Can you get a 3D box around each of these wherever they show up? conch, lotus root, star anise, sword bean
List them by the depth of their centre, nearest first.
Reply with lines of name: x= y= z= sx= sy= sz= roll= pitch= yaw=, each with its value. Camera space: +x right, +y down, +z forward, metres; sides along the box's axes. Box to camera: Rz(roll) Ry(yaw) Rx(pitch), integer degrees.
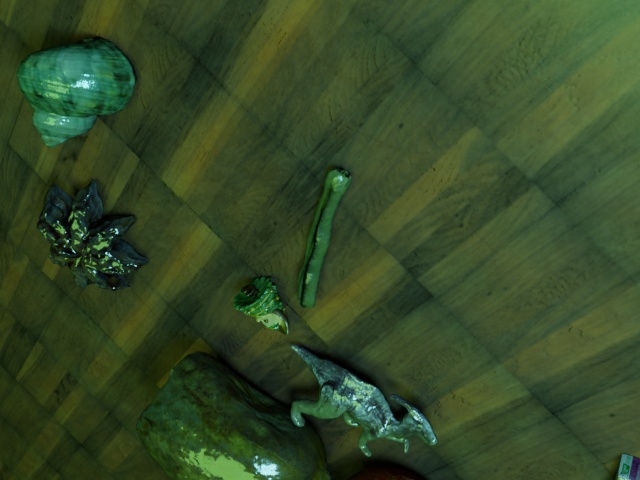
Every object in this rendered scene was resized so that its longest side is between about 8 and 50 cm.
sword bean: x=0.000 y=-0.001 z=1.126 sx=0.043 sy=0.038 sz=0.269 roll=32 pitch=132 yaw=20
conch: x=-0.402 y=-0.240 z=1.181 sx=0.175 sy=0.122 sz=0.188 roll=25 pitch=140 yaw=-15
lotus root: x=-0.148 y=0.383 z=1.346 sx=0.346 sy=0.250 sz=0.250 roll=31 pitch=132 yaw=14
star anise: x=-0.454 y=0.005 z=1.395 sx=0.236 sy=0.109 sz=0.223 roll=43 pitch=138 yaw=-1

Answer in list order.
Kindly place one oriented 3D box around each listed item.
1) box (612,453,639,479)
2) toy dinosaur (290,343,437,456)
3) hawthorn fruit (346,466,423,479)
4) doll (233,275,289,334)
box: x=0.443 y=0.408 z=1.093 sx=0.041 sy=0.050 sz=0.207 roll=16 pitch=128 yaw=23
toy dinosaur: x=0.064 y=0.284 z=1.250 sx=0.294 sy=0.077 sz=0.162 roll=18 pitch=128 yaw=18
hawthorn fruit: x=0.105 y=0.502 z=1.295 sx=0.253 sy=0.205 sz=0.205 roll=-7 pitch=116 yaw=46
doll: x=-0.085 y=0.109 z=1.257 sx=0.113 sy=0.077 sz=0.078 roll=36 pitch=169 yaw=-31
